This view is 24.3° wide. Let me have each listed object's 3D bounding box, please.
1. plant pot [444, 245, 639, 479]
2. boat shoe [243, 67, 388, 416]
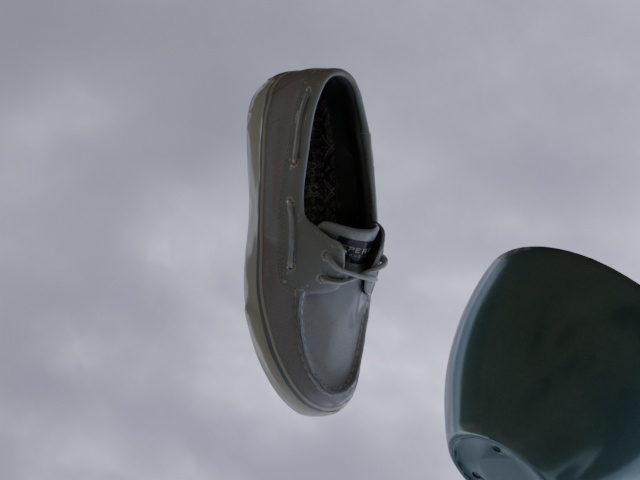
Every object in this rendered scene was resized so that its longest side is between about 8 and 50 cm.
[{"bbox_3d":[0.242,0.179,1.556,0.290,0.290,0.195,17,-126,39],"label":"plant pot"},{"bbox_3d":[0.001,-0.001,0.952,0.081,0.079,0.228,-10,-96,54],"label":"boat shoe"}]
